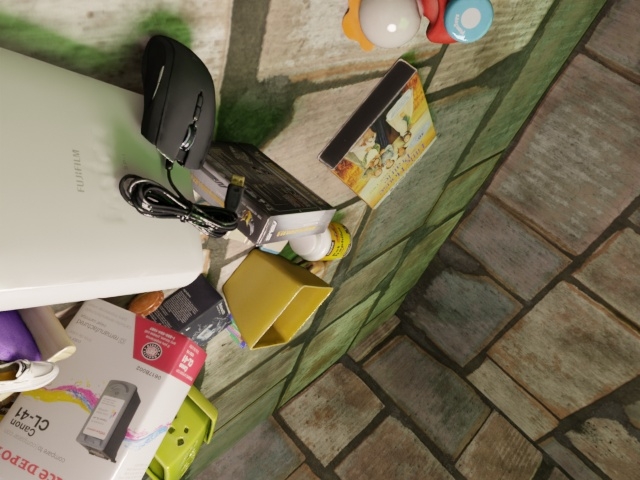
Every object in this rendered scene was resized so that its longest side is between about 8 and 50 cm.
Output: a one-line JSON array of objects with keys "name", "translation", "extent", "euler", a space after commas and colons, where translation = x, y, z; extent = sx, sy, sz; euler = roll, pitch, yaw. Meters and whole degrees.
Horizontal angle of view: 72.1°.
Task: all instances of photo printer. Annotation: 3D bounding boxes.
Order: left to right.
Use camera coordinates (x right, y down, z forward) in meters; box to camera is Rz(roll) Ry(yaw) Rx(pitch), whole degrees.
[{"name": "photo printer", "translation": [-0.280, -0.060, 0.477], "extent": [0.107, 0.255, 0.308], "euler": [-14, 173, 28]}]

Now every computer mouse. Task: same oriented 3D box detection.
[{"name": "computer mouse", "translation": [-0.149, -0.134, 0.572], "extent": [0.060, 0.261, 0.184], "euler": [-14, 154, 28]}]

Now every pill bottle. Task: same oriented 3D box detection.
[{"name": "pill bottle", "translation": [0.000, 0.000, 1.261], "extent": [0.117, 0.117, 0.215], "euler": [-53, 158, 16]}]

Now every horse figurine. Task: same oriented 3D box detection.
[{"name": "horse figurine", "translation": [-0.036, 0.103, 1.449], "extent": [0.174, 0.066, 0.263], "euler": [-42, 161, 2]}]

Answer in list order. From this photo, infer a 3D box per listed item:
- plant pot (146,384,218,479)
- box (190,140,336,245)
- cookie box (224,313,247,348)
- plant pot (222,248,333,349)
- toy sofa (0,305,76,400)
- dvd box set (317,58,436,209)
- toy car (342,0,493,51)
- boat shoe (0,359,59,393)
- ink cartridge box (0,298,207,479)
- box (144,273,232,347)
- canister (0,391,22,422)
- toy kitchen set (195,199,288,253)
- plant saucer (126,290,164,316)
[{"name": "plant pot", "translation": [-0.432, 0.537, 1.268], "extent": [0.207, 0.228, 0.227], "euler": [-38, 158, -41]}, {"name": "box", "translation": [-0.113, -0.089, 0.744], "extent": [0.183, 0.231, 0.056], "euler": [-12, 137, -57]}, {"name": "cookie box", "translation": [-0.231, 0.251, 1.307], "extent": [0.040, 0.092, 0.107], "euler": [-21, 147, -54]}, {"name": "plant pot", "translation": [-0.130, 0.141, 1.173], "extent": [0.212, 0.187, 0.212], "euler": [-51, 158, 8]}, {"name": "toy sofa", "translation": [-0.429, 0.047, 0.504], "extent": [0.177, 0.150, 0.362], "euler": [-39, 157, -17]}, {"name": "dvd box set", "translation": [0.178, -0.259, 1.217], "extent": [0.307, 0.062, 0.420], "euler": [-49, 158, 6]}, {"name": "toy car", "translation": [0.144, -0.424, 0.755], "extent": [0.238, 0.219, 0.210], "euler": [-13, 123, 15]}, {"name": "boat shoe", "translation": [-0.381, 0.168, 0.557], "extent": [0.035, 0.035, 0.100], "euler": [-49, 152, 22]}, {"name": "ink cartridge box", "translation": [-0.379, 0.283, 0.770], "extent": [0.131, 0.226, 0.306], "euler": [90, 22, -61]}, {"name": "box", "translation": [-0.309, 0.188, 1.052], "extent": [0.158, 0.093, 0.156], "euler": [-39, 157, -23]}, {"name": "canister", "translation": [-0.573, 0.275, 0.742], "extent": [0.170, 0.073, 0.126], "euler": [-41, 158, -18]}, {"name": "toy kitchen set", "translation": [-0.211, 0.002, 0.928], "extent": [0.207, 0.122, 0.166], "euler": [20, 113, -45]}, {"name": "plant saucer", "translation": [-0.375, 0.133, 0.940], "extent": [0.083, 0.013, 0.083], "euler": [-38, 157, -20]}]
